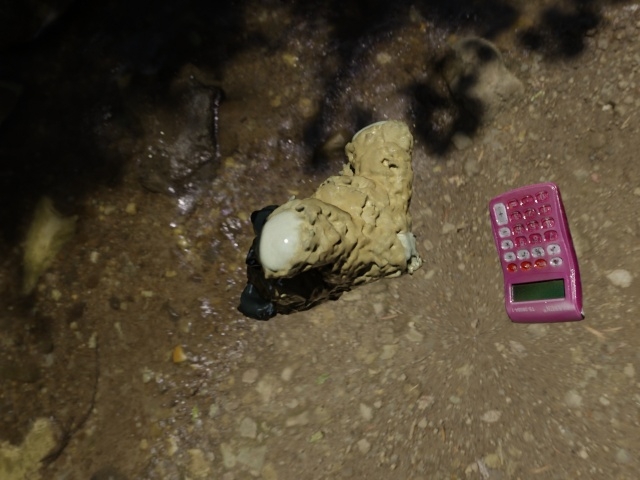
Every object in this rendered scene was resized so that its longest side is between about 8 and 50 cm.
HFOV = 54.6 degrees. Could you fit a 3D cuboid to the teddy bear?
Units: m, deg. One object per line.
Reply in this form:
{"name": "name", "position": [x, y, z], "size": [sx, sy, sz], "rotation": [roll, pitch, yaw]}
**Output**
{"name": "teddy bear", "position": [0.000, 0.000, 0.736], "size": [0.156, 0.256, 0.267], "rotation": [52, 54, -13]}

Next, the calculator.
{"name": "calculator", "position": [0.298, 0.020, 0.858], "size": [0.034, 0.127, 0.190], "rotation": [-7, 85, -29]}
